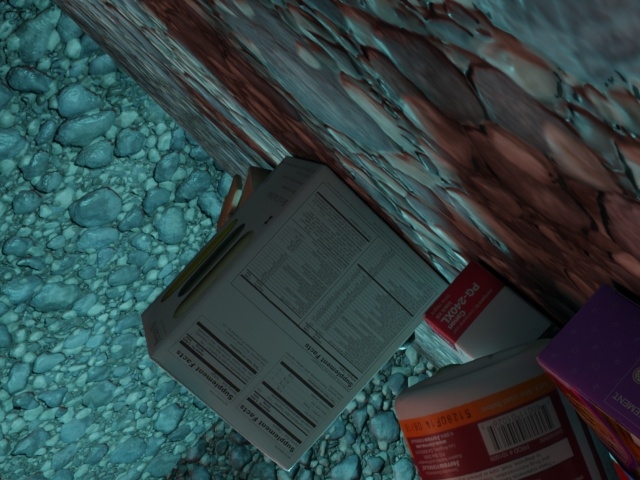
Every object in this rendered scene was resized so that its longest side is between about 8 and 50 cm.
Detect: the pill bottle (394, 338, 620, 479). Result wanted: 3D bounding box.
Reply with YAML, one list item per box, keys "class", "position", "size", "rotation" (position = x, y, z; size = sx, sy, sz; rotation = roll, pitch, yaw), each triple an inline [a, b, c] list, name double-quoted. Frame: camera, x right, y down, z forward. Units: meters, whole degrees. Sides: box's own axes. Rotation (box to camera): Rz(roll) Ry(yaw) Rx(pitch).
- class: "pill bottle"
  position: [0.140, 0.185, 0.585]
  size: [0.121, 0.121, 0.221]
  rotation: [68, -178, -84]

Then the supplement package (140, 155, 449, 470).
- class: "supplement package"
  position: [-0.038, 0.069, 1.015]
  size: [0.198, 0.263, 0.199]
  rotation: [43, 177, -16]

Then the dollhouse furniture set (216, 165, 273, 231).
- class: "dollhouse furniture set"
  position: [0.000, 0.000, 1.522]
  size: [0.303, 0.198, 0.286]
  rotation: [12, -149, -16]

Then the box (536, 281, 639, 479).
- class: "box"
  position: [0.248, 0.156, 0.488]
  size: [0.201, 0.057, 0.293]
  rotation: [41, 177, 43]

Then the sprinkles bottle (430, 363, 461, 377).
- class: "sprinkles bottle"
  position: [0.258, 0.285, 1.625]
  size: [0.121, 0.121, 0.355]
  rotation: [42, 177, 7]

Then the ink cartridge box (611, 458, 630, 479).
- class: "ink cartridge box"
  position: [0.343, 0.335, 0.891]
  size: [0.231, 0.134, 0.078]
  rotation: [36, 178, -6]

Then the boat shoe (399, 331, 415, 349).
- class: "boat shoe"
  position: [0.112, 0.156, 1.816]
  size: [0.105, 0.113, 0.306]
  rotation: [58, 165, -12]

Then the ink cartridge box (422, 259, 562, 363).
- class: "ink cartridge box"
  position: [0.162, 0.095, 0.705]
  size: [0.150, 0.063, 0.109]
  rotation: [41, 177, 24]
